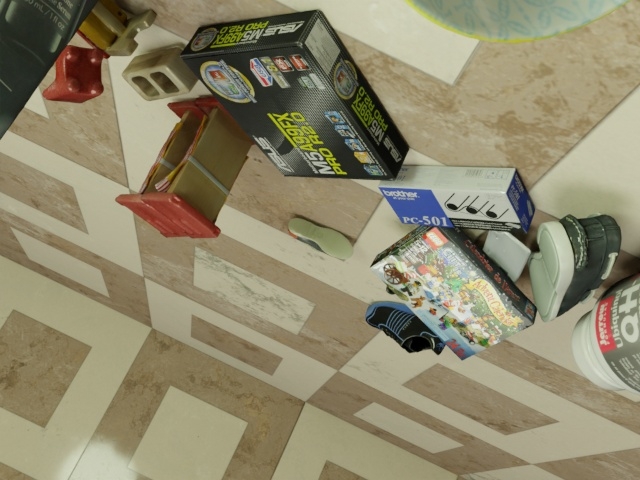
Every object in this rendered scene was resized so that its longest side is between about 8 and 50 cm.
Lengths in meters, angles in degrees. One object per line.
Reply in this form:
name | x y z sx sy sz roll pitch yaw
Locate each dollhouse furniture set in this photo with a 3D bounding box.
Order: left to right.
dollhouse furniture set | -0.271 -0.183 1.094 0.152 0.201 0.374 2 148 44

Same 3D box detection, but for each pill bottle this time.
pill bottle | 0.479 0.116 0.995 0.176 0.176 0.318 27 157 -2

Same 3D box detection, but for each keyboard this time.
keyboard | 0.291 0.044 1.203 0.072 0.014 0.256 37 165 18

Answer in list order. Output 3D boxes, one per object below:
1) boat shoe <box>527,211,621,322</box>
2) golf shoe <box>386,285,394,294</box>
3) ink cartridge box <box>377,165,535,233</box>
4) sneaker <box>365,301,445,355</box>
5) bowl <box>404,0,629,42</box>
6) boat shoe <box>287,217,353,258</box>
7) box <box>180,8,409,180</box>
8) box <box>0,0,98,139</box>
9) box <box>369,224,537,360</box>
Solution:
boat shoe | 0.358 0.044 1.056 0.091 0.114 0.302 -14 164 5
golf shoe | 0.190 0.060 1.293 0.067 0.086 0.186 38 153 -25
ink cartridge box | 0.195 -0.062 1.074 0.207 0.046 0.097 7 149 38
sneaker | 0.176 0.190 1.579 0.232 0.090 0.081 -2 145 48
bowl | 0.122 -0.292 0.468 0.289 0.289 0.156 47 -169 -41
boat shoe | 0.000 0.000 1.408 0.137 0.049 0.043 25 161 8
box | -0.030 -0.187 1.018 0.216 0.060 0.270 6 150 38
box | -0.361 -0.310 0.661 0.212 0.395 0.293 10 154 30
box | 0.217 0.079 1.214 0.233 0.044 0.159 45 131 -9
